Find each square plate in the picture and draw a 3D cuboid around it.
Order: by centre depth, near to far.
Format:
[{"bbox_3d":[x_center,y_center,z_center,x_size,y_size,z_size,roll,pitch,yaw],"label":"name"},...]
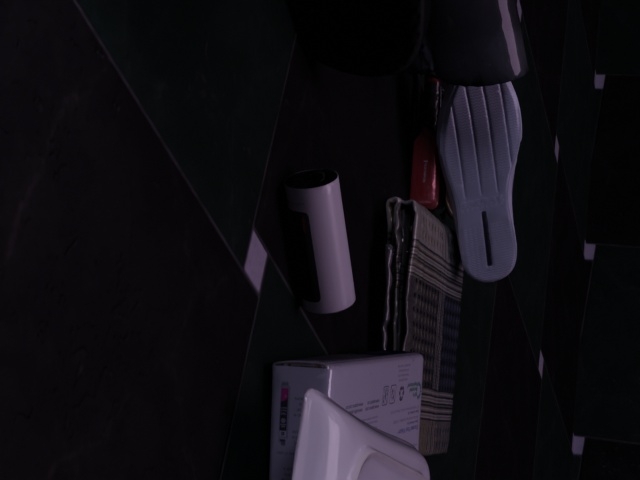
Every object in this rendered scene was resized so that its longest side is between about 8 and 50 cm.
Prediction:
[{"bbox_3d":[0.039,0.338,1.253,0.344,0.049,0.347,42,52,-64],"label":"square plate"}]

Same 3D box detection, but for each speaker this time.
[{"bbox_3d":[0.000,0.000,1.329,0.055,0.055,0.136,-54,141,-60],"label":"speaker"}]

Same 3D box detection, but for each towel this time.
[{"bbox_3d":[0.122,0.117,1.717,0.324,0.056,0.312,30,64,-71],"label":"towel"}]

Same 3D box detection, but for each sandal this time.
[{"bbox_3d":[0.053,-0.341,1.234,0.446,0.167,0.107,102,4,-52],"label":"sandal"}]

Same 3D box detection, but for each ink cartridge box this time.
[{"bbox_3d":[0.028,0.281,1.388,0.324,0.071,0.330,10,84,-70],"label":"ink cartridge box"}]

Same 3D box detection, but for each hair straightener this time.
[{"bbox_3d":[0.147,-0.144,1.802,0.089,0.047,0.230,31,56,-69],"label":"hair straightener"}]

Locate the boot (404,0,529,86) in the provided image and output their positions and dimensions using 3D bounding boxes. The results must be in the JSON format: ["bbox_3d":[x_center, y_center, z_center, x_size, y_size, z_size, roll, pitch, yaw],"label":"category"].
[{"bbox_3d":[0.163,-0.380,1.487,0.367,0.146,0.445,-131,-147,-65],"label":"boot"}]

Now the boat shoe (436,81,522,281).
[{"bbox_3d":[0.200,-0.094,1.758,0.094,0.109,0.302,-108,-167,-65],"label":"boat shoe"}]

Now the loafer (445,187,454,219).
[{"bbox_3d":[0.200,-0.103,1.930,0.056,0.050,0.148,16,74,-71],"label":"loafer"}]
